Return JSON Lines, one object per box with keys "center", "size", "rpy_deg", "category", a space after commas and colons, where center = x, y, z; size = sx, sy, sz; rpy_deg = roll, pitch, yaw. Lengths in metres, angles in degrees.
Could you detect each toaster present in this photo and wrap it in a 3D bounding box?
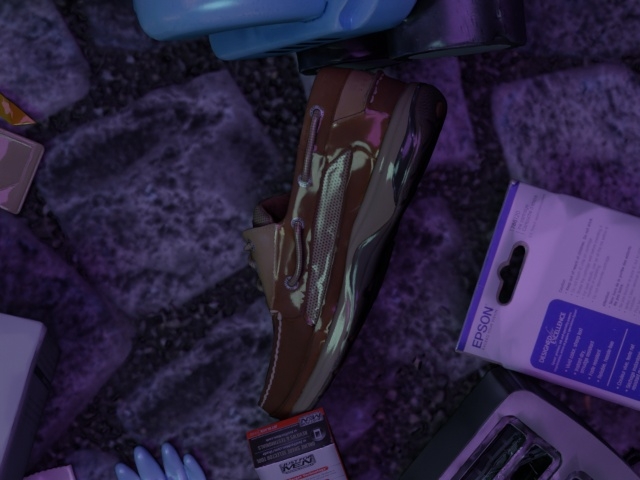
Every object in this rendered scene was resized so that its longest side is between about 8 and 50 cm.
{"center": [0.182, 0.216, 1.052], "size": [0.168, 0.110, 0.186], "rpy_deg": [40, 92, -5], "category": "toaster"}

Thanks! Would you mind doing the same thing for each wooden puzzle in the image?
{"center": [-0.289, -0.068, 1.067], "size": [0.078, 0.014, 0.116], "rpy_deg": [30, 93, 1], "category": "wooden puzzle"}

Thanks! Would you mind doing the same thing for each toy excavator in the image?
{"center": [-0.126, -0.234, 0.936], "size": [0.445, 0.433, 0.222], "rpy_deg": [-8, 95, -29], "category": "toy excavator"}

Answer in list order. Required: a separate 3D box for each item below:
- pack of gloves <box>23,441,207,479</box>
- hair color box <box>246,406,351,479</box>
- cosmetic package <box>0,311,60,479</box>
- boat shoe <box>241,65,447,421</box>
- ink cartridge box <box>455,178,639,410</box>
{"center": [-0.177, 0.309, 1.082], "size": [0.195, 0.046, 0.232], "rpy_deg": [-18, 94, -1], "category": "pack of gloves"}
{"center": [-0.011, 0.211, 1.041], "size": [0.072, 0.043, 0.141], "rpy_deg": [-17, 135, -1], "category": "hair color box"}
{"center": [-0.360, 0.161, 0.991], "size": [0.224, 0.138, 0.225], "rpy_deg": [15, 73, -2], "category": "cosmetic package"}
{"center": [0.000, 0.000, 1.004], "size": [0.120, 0.122, 0.324], "rpy_deg": [23, 114, 6], "category": "boat shoe"}
{"center": [0.295, 0.068, 1.068], "size": [0.332, 0.065, 0.165], "rpy_deg": [19, 94, -4], "category": "ink cartridge box"}
